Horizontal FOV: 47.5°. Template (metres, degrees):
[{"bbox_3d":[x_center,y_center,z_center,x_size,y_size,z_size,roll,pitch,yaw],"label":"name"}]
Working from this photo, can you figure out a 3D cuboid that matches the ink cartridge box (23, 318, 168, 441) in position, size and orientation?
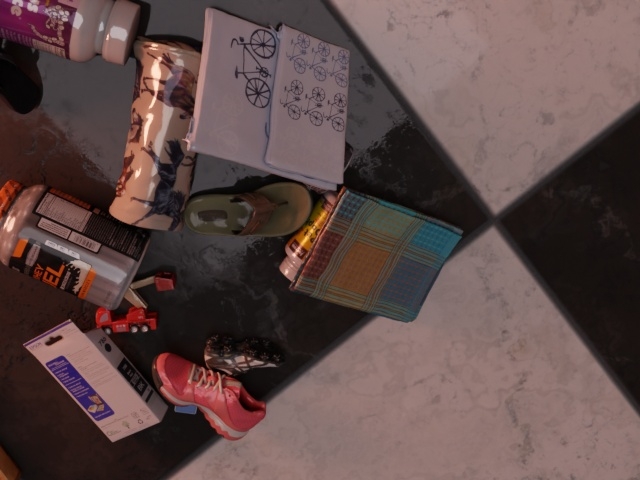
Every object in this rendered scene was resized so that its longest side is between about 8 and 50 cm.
[{"bbox_3d":[-0.525,0.320,1.715,0.165,0.065,0.333,-25,112,23],"label":"ink cartridge box"}]

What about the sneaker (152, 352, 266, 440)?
[{"bbox_3d":[-0.256,0.349,1.735,0.136,0.116,0.314,-35,118,28],"label":"sneaker"}]

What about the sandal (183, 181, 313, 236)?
[{"bbox_3d":[-0.163,-0.056,1.613,0.302,0.086,0.120,-8,99,8],"label":"sandal"}]

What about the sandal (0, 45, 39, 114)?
[{"bbox_3d":[-0.633,-0.334,1.427,0.054,0.254,0.097,23,82,23],"label":"sandal"}]

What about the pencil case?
[{"bbox_3d":[-0.339,-0.214,1.530,0.159,0.183,0.411,0,112,-38],"label":"pencil case"}]

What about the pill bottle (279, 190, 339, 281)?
[{"bbox_3d":[0.000,0.000,1.657,0.117,0.117,0.215,33,102,-15],"label":"pill bottle"}]

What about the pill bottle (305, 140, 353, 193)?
[{"bbox_3d":[-0.059,-0.220,1.571,0.245,0.130,0.130,36,101,-16],"label":"pill bottle"}]

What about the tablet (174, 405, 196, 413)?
[{"bbox_3d":[-0.331,0.393,1.813,0.054,0.006,0.083,10,108,-10],"label":"tablet"}]

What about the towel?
[{"bbox_3d":[0.137,0.044,1.655,0.370,0.040,0.272,17,107,-36],"label":"towel"}]

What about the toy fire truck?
[{"bbox_3d":[-0.431,0.146,1.697,0.191,0.047,0.135,-4,108,-4],"label":"toy fire truck"}]

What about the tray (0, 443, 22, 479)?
[{"bbox_3d":[-0.973,0.597,1.778,0.410,0.076,0.203,-26,110,4],"label":"tray"}]

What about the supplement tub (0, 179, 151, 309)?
[{"bbox_3d":[-0.545,0.005,1.562,0.315,0.193,0.194,26,104,-13],"label":"supplement tub"}]

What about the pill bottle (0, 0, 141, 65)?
[{"bbox_3d":[-0.516,-0.450,1.425,0.301,0.169,0.169,16,106,-11],"label":"pill bottle"}]

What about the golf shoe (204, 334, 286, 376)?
[{"bbox_3d":[-0.184,0.287,1.766,0.198,0.077,0.094,11,121,-5],"label":"golf shoe"}]

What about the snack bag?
[{"bbox_3d":[-0.093,-0.291,1.463,0.342,0.037,0.323,13,73,-28],"label":"snack bag"}]
